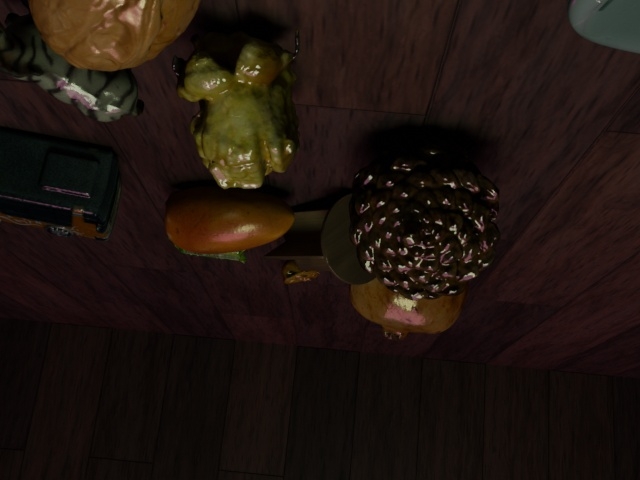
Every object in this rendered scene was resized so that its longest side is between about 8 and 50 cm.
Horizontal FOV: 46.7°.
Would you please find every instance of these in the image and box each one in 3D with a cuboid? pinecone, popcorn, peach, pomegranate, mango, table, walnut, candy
[{"bbox_3d":[0.148,-0.040,1.129,0.243,0.243,0.257,11,-157,-16],"label":"pinecone"},{"bbox_3d":[-0.090,-0.172,0.924,0.173,0.168,0.195,10,127,25],"label":"popcorn"},{"bbox_3d":[-0.049,0.067,1.765,0.098,0.061,0.098,-17,166,-4],"label":"peach"},{"bbox_3d":[0.177,0.089,1.490,0.248,0.248,0.248,5,162,2],"label":"pomegranate"},{"bbox_3d":[-0.168,-0.038,1.379,0.252,0.126,0.154,0,172,16],"label":"mango"},{"bbox_3d":[0.000,0.000,1.426,0.167,0.167,0.226,20,167,-36],"label":"table"},{"bbox_3d":[-0.194,-0.247,0.705,0.159,0.159,0.206,15,158,-26],"label":"walnut"},{"bbox_3d":[-0.258,0.015,1.717,0.178,0.032,0.102,7,158,-1],"label":"candy"}]

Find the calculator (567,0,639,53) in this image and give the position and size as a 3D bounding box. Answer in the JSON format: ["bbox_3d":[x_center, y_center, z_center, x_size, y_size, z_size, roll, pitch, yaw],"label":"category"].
[{"bbox_3d":[0.356,-0.241,0.724,0.298,0.041,0.185,8,162,-12],"label":"calculator"}]

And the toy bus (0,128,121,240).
[{"bbox_3d":[-0.490,-0.099,1.277,0.275,0.139,0.167,12,159,-11],"label":"toy bus"}]

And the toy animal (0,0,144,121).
[{"bbox_3d":[-0.306,-0.214,0.823,0.090,0.170,0.255,-48,151,20],"label":"toy animal"}]
